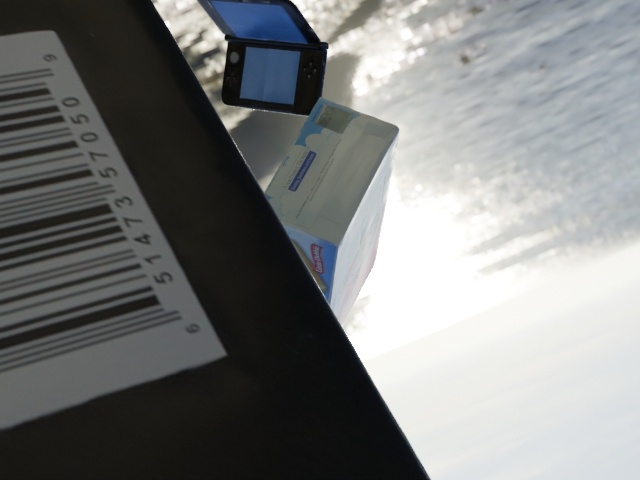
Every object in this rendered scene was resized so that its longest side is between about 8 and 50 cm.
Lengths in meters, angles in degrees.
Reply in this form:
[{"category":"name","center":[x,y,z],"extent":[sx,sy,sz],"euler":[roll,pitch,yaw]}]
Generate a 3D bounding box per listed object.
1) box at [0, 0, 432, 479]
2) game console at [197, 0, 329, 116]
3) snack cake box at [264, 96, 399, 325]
[{"category":"box","center":[-0.181,0.098,0.529],"extent":[0.212,0.293,0.395],"euler":[-16,155,-35]},{"category":"game console","center":[-0.072,-0.210,1.458],"extent":[0.144,0.124,0.085],"euler":[12,-173,36]},{"category":"snack cake box","center":[0.000,0.000,1.304],"extent":[0.264,0.089,0.152],"euler":[97,18,-58]}]
